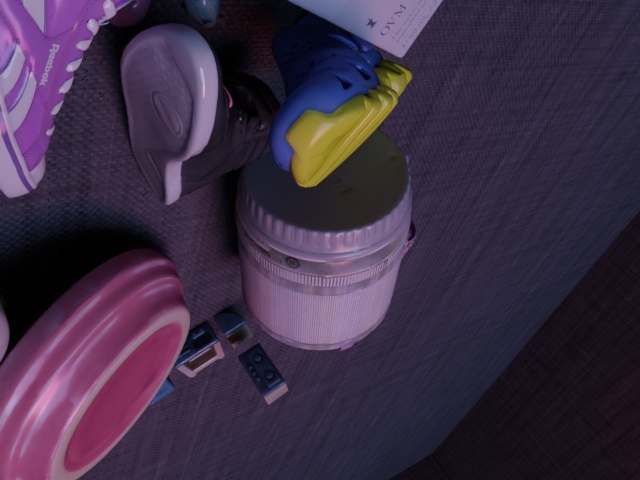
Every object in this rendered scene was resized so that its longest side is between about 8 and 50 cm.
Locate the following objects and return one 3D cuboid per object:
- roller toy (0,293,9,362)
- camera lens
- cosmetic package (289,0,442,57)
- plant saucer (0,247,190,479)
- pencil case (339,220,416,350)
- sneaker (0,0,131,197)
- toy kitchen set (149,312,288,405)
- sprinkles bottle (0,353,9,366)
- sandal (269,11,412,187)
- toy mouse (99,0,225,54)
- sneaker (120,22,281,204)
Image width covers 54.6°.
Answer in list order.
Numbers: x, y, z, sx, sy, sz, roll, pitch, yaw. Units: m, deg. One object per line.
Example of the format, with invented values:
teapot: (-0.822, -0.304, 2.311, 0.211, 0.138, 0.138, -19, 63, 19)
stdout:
roller toy: (-0.400, 0.079, 0.564, 0.209, 0.146, 0.191, -20, 145, -29)
camera lens: (0.000, 0.000, 0.826, 0.220, 0.219, 0.274, -26, 148, -21)
cosmetic package: (0.037, -0.311, 0.527, 0.225, 0.138, 0.224, 5, 128, -49)
plant saucer: (-0.267, 0.167, 0.758, 0.332, 0.084, 0.332, -57, 171, -13)
pencil case: (0.065, 0.067, 1.093, 0.124, 0.124, 0.284, -13, 141, -38)
sneaker: (-0.207, -0.156, 0.493, 0.161, 0.102, 0.282, -17, 144, -29)
toy kitchen set: (-0.183, 0.216, 0.973, 0.207, 0.166, 0.122, -33, 150, -11)
sprinkles bottle: (-0.476, 0.294, 0.801, 0.121, 0.121, 0.355, -3, 135, -46)
sandal: (0.000, -0.152, 0.610, 0.126, 0.138, 0.317, -42, -171, 21)
toy mouse: (-0.139, -0.213, 0.568, 0.161, 0.031, 0.143, -4, 135, -45)
sneaker: (-0.100, -0.135, 0.596, 0.147, 0.104, 0.296, -33, 177, -22)
